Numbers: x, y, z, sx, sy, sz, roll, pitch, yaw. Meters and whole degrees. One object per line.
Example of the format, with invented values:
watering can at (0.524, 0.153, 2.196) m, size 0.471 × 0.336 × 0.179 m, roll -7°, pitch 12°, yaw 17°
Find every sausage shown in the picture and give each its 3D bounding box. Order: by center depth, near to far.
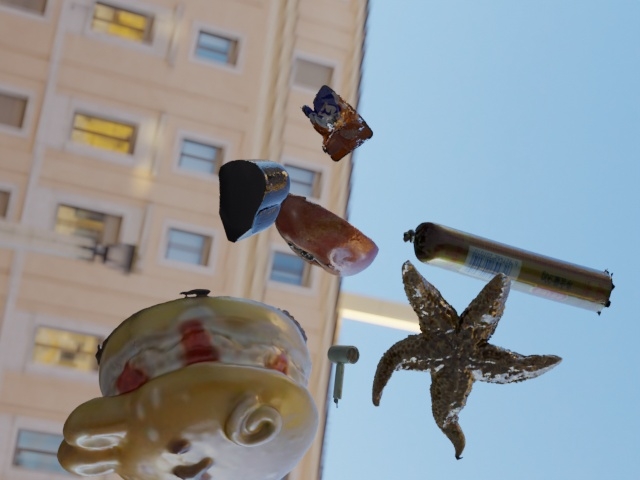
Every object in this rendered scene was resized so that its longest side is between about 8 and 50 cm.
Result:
sausage at (0.299, 0.041, 1.909) m, size 0.082 × 0.371 × 0.082 m, roll -165°, pitch -90°, yaw -73°

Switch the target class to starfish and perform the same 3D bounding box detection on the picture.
starfish at (0.168, 0.135, 1.435) m, size 0.062 × 0.236 × 0.277 m, roll -67°, pitch 144°, yaw -69°

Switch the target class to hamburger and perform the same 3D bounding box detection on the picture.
hamburger at (-0.154, 0.202, 1.422) m, size 0.261 × 0.303 × 0.186 m, roll -56°, pitch -152°, yaw 40°

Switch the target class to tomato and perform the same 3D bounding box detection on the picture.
tomato at (0.000, 0.000, 2.417) m, size 0.095 × 0.237 × 0.237 m, roll -59°, pitch -161°, yaw -8°

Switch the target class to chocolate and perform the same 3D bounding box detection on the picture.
chocolate at (-0.109, -0.075, 1.958) m, size 0.125 × 0.080 × 0.148 m, roll 49°, pitch -51°, yaw 35°

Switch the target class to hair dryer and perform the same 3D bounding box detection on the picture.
hair dryer at (0.040, 0.267, 2.331) m, size 0.063 × 0.038 × 0.124 m, roll -6°, pitch -106°, yaw 54°

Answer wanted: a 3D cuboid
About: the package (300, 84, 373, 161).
package at (0.020, -0.180, 1.826) m, size 0.077 × 0.110 × 0.033 m, roll -45°, pitch -161°, yaw -8°
